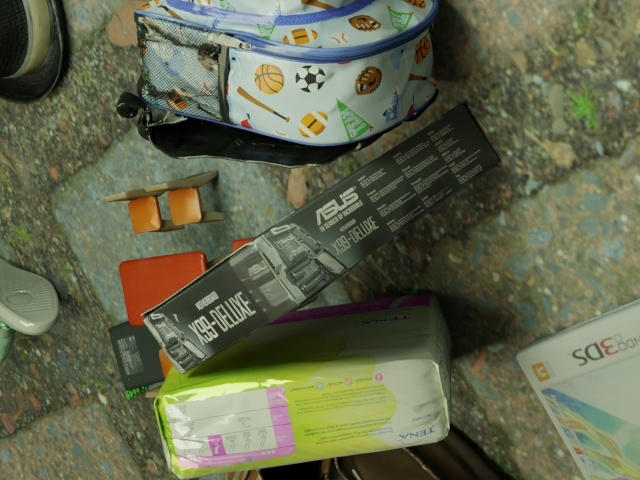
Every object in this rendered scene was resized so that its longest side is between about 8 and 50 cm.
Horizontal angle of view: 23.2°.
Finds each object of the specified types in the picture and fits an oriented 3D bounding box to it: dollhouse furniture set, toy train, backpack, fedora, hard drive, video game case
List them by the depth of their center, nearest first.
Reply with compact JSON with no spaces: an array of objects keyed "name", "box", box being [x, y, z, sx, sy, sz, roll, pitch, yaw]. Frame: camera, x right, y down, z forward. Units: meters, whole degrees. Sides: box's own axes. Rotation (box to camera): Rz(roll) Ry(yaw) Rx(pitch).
[{"name":"video game case","box":[0.363,0.209,1.487,0.300,0.036,0.329,-31,89,54]},{"name":"backpack","box":[-0.018,-0.201,1.502,0.263,0.276,0.213,23,132,23]},{"name":"dollhouse furniture set","box":[-0.146,0.053,1.857,0.259,0.135,0.262,-9,93,41]},{"name":"fedora","box":[-0.487,-0.301,2.053,0.334,0.152,0.334,29,134,35]},{"name":"hard drive","box":[-0.244,0.154,2.165,0.135,0.022,0.094,-20,85,54]},{"name":"toy train","box":[-0.262,0.207,2.241,0.083,0.017,0.023,-36,75,54]}]

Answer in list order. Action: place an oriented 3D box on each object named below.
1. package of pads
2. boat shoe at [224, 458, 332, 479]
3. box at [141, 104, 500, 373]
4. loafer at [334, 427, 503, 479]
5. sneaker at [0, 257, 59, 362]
[{"name":"package of pads","box":[-0.012,0.146,1.620,0.297,0.229,0.101,-9,105,7]},{"name":"boat shoe","box":[-0.048,0.287,1.925,0.116,0.123,0.324,-104,17,-46]},{"name":"box","box":[0.000,0.000,1.548,0.076,0.307,0.242,56,144,-1]},{"name":"loafer","box":[0.140,0.310,1.739,0.366,0.130,0.133,31,134,34]},{"name":"sneaker","box":[-0.461,0.126,2.355,0.256,0.094,0.151,28,128,49]}]
